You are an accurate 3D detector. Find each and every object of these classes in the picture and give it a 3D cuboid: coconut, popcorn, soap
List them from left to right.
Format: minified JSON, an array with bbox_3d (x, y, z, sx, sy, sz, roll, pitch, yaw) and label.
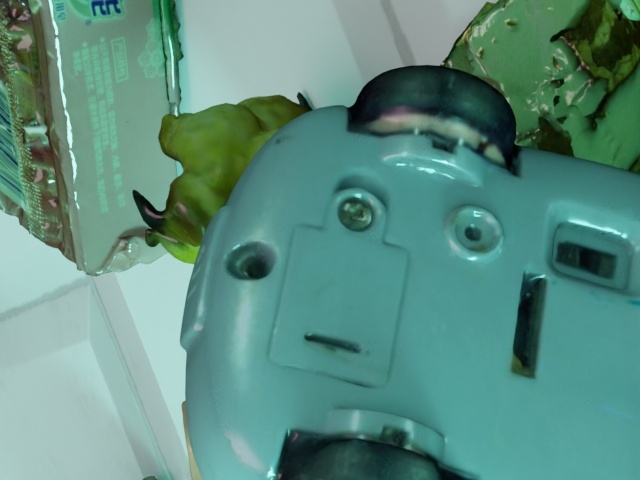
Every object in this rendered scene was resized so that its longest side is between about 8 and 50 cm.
[{"bbox_3d":[-0.179,-0.122,1.144,0.218,0.098,0.273,28,130,46],"label":"soap"},{"bbox_3d":[0.003,0.007,0.917,0.195,0.173,0.168,27,152,35],"label":"popcorn"},{"bbox_3d":[0.114,-0.074,0.774,0.158,0.055,0.133,-19,94,60],"label":"coconut"}]

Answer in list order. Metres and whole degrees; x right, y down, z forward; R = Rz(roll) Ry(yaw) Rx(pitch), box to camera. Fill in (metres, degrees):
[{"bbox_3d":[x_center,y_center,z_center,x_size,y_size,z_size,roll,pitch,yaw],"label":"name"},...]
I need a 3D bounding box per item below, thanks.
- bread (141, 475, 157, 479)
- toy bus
[{"bbox_3d":[-0.138,0.377,1.302,0.338,0.187,0.155,60,145,10],"label":"bread"},{"bbox_3d":[0.075,0.071,0.731,0.232,0.287,0.194,118,164,-64],"label":"toy bus"}]
